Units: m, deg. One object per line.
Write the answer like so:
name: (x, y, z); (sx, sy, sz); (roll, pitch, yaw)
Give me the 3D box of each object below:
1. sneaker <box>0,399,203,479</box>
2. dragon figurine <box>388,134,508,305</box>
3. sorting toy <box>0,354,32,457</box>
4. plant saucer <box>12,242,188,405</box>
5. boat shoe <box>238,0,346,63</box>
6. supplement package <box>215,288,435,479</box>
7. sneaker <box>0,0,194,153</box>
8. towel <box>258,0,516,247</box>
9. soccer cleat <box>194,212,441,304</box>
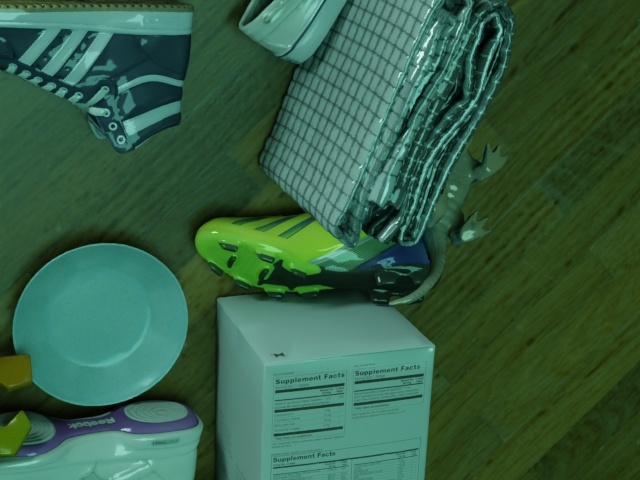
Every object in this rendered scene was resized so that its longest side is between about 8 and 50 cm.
sneaker: (-0.282, 0.268, 1.405); (0.305, 0.114, 0.152); (-2, 112, -18)
dragon figurine: (0.121, -0.038, 1.381); (0.085, 0.144, 0.289); (24, 68, -20)
sorting toy: (-0.451, 0.210, 1.295); (0.307, 0.041, 0.229); (-4, 68, -16)
plant saucer: (-0.246, 0.090, 1.398); (0.195, 0.037, 0.195); (-6, 110, -17)
boat shoe: (0.003, -0.320, 1.316); (0.088, 0.096, 0.267); (24, 107, -30)
supplement package: (-0.003, 0.212, 1.436); (0.198, 0.199, 0.263); (-4, 110, -19)
sneaker: (-0.266, -0.167, 1.267); (0.282, 0.099, 0.153); (-3, 108, -22)
towel: (0.070, -0.145, 1.321); (0.121, 0.235, 0.284); (17, 102, -29)
soccer cleat: (0.000, 0.001, 1.439); (0.289, 0.121, 0.093); (7, 149, -9)
